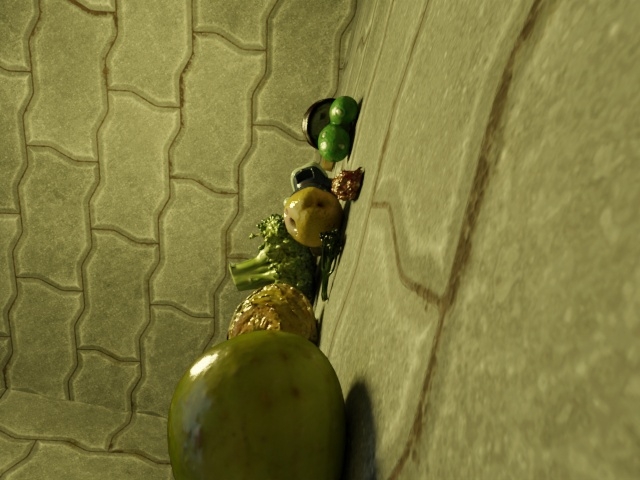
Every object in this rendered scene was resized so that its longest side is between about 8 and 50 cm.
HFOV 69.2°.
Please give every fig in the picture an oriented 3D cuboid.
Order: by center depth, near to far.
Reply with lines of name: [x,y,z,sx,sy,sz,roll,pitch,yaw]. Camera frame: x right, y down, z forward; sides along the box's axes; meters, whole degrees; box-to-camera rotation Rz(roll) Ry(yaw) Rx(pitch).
fig: [-0.085,0.295,0.650,0.258,0.258,0.326,108,160,-46]

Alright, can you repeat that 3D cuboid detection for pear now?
pear: [-0.019,-0.067,1.278,0.178,0.178,0.177,-167,90,-85]

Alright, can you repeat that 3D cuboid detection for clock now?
clock: [-0.036,-0.151,1.604,0.243,0.200,0.146,-99,-14,-46]

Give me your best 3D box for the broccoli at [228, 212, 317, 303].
broccoli: [-0.137,0.107,1.612,0.338,0.318,0.277,36,-154,-51]

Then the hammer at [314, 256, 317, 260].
hammer: [-0.005,-0.022,1.793,0.111,0.044,0.365,163,118,-83]

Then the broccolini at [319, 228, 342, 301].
broccolini: [0.029,0.065,1.195,0.074,0.058,0.201,-52,-37,-67]

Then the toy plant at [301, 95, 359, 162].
toy plant: [0.034,-0.373,1.542,0.235,0.176,0.217,30,102,58]

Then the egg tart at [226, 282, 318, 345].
egg tart: [-0.148,0.254,1.264,0.116,0.295,0.294,35,-116,-63]

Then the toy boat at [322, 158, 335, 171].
toy boat: [0.051,-0.388,1.955,0.077,0.057,0.200,-73,-2,-64]

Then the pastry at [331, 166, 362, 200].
pastry: [0.060,-0.141,1.149,0.169,0.063,0.087,-154,79,-86]

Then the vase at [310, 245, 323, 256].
vase: [0.000,0.000,1.549,0.053,0.053,0.100,108,177,-49]
